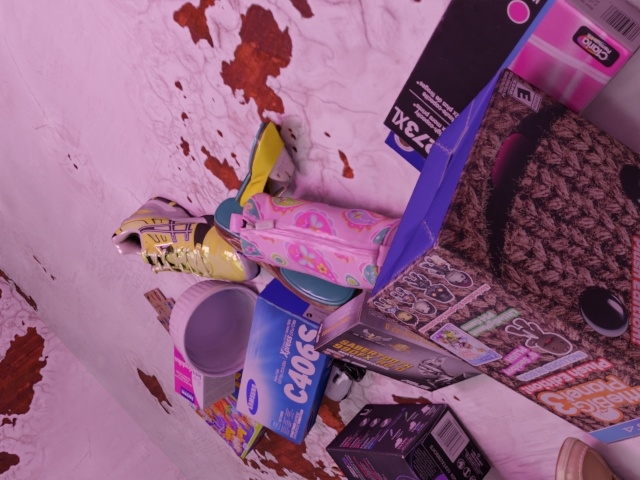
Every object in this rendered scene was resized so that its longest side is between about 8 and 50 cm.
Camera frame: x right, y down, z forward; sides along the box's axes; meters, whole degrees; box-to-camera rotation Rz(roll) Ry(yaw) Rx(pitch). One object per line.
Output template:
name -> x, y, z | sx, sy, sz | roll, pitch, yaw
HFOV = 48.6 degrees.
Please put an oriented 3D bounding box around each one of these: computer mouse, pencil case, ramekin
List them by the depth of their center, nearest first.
pencil case -> 0.000, 0.000, 1.103 | 0.284, 0.124, 0.124 | 14, 136, 30
computer mouse -> 0.035, 0.294, 1.490 | 0.106, 0.042, 0.193 | 35, 146, 18
ramekin -> -0.230, 0.182, 1.543 | 0.109, 0.207, 0.207 | 21, 140, 50

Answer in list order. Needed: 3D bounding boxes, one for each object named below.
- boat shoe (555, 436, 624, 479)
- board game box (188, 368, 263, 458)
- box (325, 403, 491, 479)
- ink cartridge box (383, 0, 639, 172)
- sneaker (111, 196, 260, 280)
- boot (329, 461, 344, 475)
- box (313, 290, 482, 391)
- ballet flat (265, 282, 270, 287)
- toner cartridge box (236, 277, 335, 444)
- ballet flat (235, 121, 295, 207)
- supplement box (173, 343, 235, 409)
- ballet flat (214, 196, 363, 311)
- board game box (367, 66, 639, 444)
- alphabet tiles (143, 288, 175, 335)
boat shoe -> 0.445, 0.407, 1.066 | 0.098, 0.109, 0.302 | -5, 127, 46
board game box -> -0.247, 0.459, 1.978 | 0.233, 0.078, 0.347 | 41, 148, 11
box -> 0.164, 0.424, 1.380 | 0.165, 0.143, 0.270 | 55, 148, -9
ink cartridge box -> 0.184, -0.154, 0.804 | 0.175, 0.069, 0.371 | 42, 150, 8
sneaker -> -0.280, 0.026, 1.477 | 0.384, 0.147, 0.145 | 15, 134, 40
boot -> 0.091, 0.517, 1.630 | 0.158, 0.084, 0.059 | -4, 119, 49
box -> 0.129, 0.167, 1.128 | 0.231, 0.056, 0.183 | 22, 153, -15
ballet flat -> -0.083, 0.112, 1.435 | 0.114, 0.041, 0.041 | 9, 131, 46
toner cartridge box -> -0.065, 0.250, 1.430 | 0.165, 0.075, 0.348 | 25, 129, 15
ballet flat -> -0.084, -0.115, 1.171 | 0.077, 0.077, 0.231 | 25, 151, -4
supplement box -> -0.280, 0.278, 1.722 | 0.111, 0.114, 0.220 | 21, 120, 35
ballet flat -> -0.050, 0.035, 1.262 | 0.342, 0.116, 0.124 | 28, 164, 29
board game box -> 0.232, 0.018, 0.694 | 0.291, 0.232, 0.141 | 30, 148, -7
alphabet tiles -> -0.406, 0.236, 1.986 | 0.237, 0.009, 0.198 | 54, 150, -9
